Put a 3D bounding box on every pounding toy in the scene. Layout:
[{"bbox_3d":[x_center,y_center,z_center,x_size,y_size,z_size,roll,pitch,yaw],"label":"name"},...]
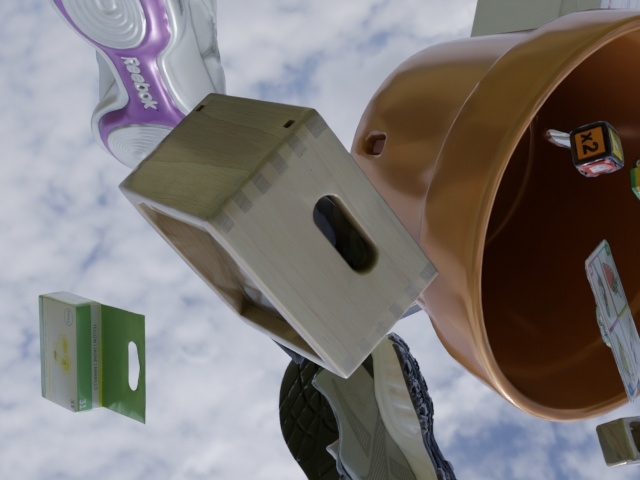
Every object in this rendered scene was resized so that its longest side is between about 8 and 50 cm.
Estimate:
[{"bbox_3d":[-0.010,-0.008,0.527,0.100,0.141,0.130,-48,-150,-14],"label":"pounding toy"}]

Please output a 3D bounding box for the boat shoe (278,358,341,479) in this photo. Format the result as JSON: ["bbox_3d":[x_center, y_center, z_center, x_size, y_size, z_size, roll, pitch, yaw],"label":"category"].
[{"bbox_3d":[0.036,0.286,1.397,0.122,0.120,0.324,-36,-134,19],"label":"boat shoe"}]

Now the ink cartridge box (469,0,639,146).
[{"bbox_3d":[0.341,-0.268,1.453,0.166,0.395,0.286,11,-87,23],"label":"ink cartridge box"}]

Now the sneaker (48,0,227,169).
[{"bbox_3d":[-0.106,-0.152,0.740,0.114,0.305,0.152,11,-120,6],"label":"sneaker"}]

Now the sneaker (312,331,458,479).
[{"bbox_3d":[0.072,0.230,0.988,0.107,0.100,0.272,-19,-95,12],"label":"sneaker"}]

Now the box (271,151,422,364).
[{"bbox_3d":[0.000,0.000,1.517,0.318,0.097,0.394,42,-146,22],"label":"box"}]

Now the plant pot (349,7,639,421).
[{"bbox_3d":[0.157,-0.039,0.779,0.291,0.291,0.203,-44,-142,-13],"label":"plant pot"}]

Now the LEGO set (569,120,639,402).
[{"bbox_3d":[0.206,0.041,0.574,0.060,0.244,0.182,-17,-173,31],"label":"LEGO set"}]

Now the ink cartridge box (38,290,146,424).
[{"bbox_3d":[-0.351,0.179,1.569,0.056,0.171,0.235,-6,-170,-40],"label":"ink cartridge box"}]

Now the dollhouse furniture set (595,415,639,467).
[{"bbox_3d":[0.470,0.224,1.321,0.201,0.152,0.374,-34,-118,39],"label":"dollhouse furniture set"}]
